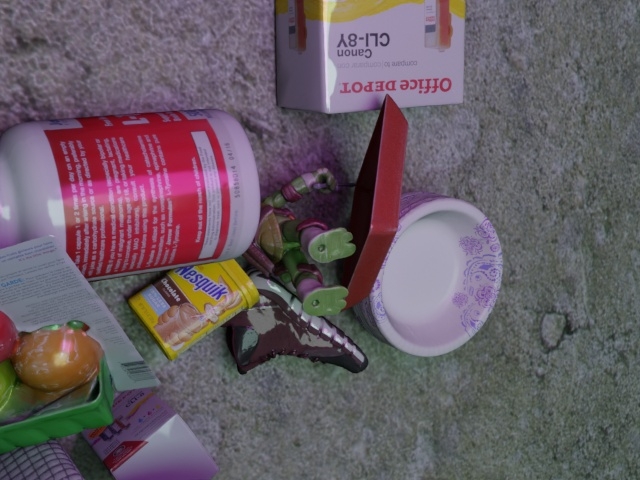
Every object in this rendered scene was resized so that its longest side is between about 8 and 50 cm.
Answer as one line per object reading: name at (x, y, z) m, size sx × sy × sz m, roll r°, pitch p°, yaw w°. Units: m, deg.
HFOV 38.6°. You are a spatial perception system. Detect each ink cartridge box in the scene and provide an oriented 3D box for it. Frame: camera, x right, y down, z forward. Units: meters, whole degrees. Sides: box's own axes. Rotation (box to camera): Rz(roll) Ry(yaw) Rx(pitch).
ink cartridge box at (-0.267, 0.322, 1.410) m, size 0.128 × 0.176 × 0.127 m, roll -40°, pitch 116°, yaw -18°
ink cartridge box at (0.083, -0.402, 1.467) m, size 0.279 × 0.160 × 0.384 m, roll -8°, pitch 105°, yaw -29°

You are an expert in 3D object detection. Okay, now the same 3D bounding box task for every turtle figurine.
turtle figurine at (0.000, 0.000, 1.435) m, size 0.275 × 0.266 × 0.198 m, roll 33°, pitch 98°, yaw -31°

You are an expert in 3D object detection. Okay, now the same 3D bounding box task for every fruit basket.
fruit basket at (-0.424, 0.133, 1.205) m, size 0.327 × 0.165 × 0.353 m, roll -16°, pitch 134°, yaw 5°

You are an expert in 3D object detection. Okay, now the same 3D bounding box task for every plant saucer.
plant saucer at (0.085, -0.050, 1.426) m, size 0.048 × 0.258 × 0.259 m, roll 12°, pitch 57°, yaw -3°

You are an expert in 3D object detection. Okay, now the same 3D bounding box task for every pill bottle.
pill bottle at (-0.309, -0.058, 1.268) m, size 0.408 × 0.229 × 0.229 m, roll -9°, pitch 105°, yaw -29°

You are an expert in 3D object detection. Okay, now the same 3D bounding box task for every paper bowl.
paper bowl at (0.172, 0.054, 1.631) m, size 0.284 × 0.148 × 0.284 m, roll -8°, pitch 105°, yaw -30°

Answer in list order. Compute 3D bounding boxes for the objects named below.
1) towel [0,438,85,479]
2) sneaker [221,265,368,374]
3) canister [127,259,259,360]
towel at (-0.461, 0.403, 1.279) m, size 0.284 × 0.235 × 0.121 m, roll -37°, pitch 123°, yaw -19°
sneaker at (-0.061, 0.181, 1.558) m, size 0.281 × 0.106 × 0.162 m, roll 40°, pitch 85°, yaw -21°
canister at (-0.200, 0.093, 1.433) m, size 0.170 × 0.126 × 0.073 m, roll -36°, pitch 160°, yaw -17°
